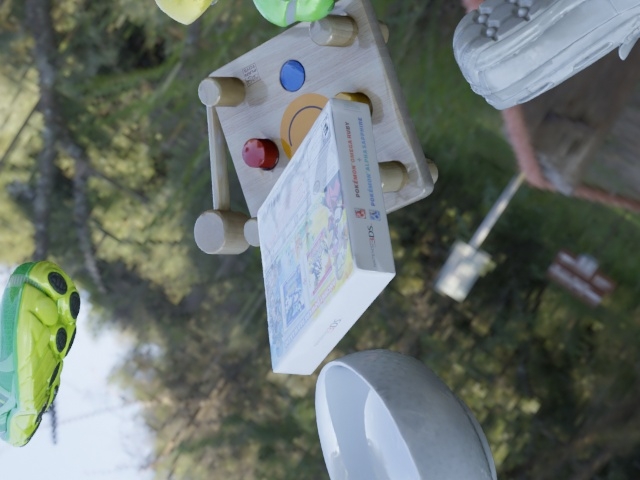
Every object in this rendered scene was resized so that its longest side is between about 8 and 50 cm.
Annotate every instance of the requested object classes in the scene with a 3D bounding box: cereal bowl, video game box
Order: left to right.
[{"bbox_3d":[0.000,0.000,1.275,0.048,0.205,0.187,8,-123,-21],"label":"video game box"},{"bbox_3d":[0.126,0.290,1.722,0.339,0.141,0.339,163,90,-72],"label":"cereal bowl"}]

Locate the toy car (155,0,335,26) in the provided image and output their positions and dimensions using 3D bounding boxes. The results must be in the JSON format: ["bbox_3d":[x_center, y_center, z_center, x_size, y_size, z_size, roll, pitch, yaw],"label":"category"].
[{"bbox_3d":[-0.095,-0.288,1.496,0.225,0.053,0.239,21,154,7],"label":"toy car"}]

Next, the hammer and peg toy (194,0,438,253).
[{"bbox_3d":[-0.050,-0.119,1.654,0.127,0.361,0.266,-8,-102,-54],"label":"hammer and peg toy"}]

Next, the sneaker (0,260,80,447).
[{"bbox_3d":[-0.311,0.112,1.311,0.123,0.109,0.295,25,143,-3],"label":"sneaker"}]

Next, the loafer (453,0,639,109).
[{"bbox_3d":[0.287,-0.238,1.347,0.111,0.319,0.112,49,-158,-39],"label":"loafer"}]
